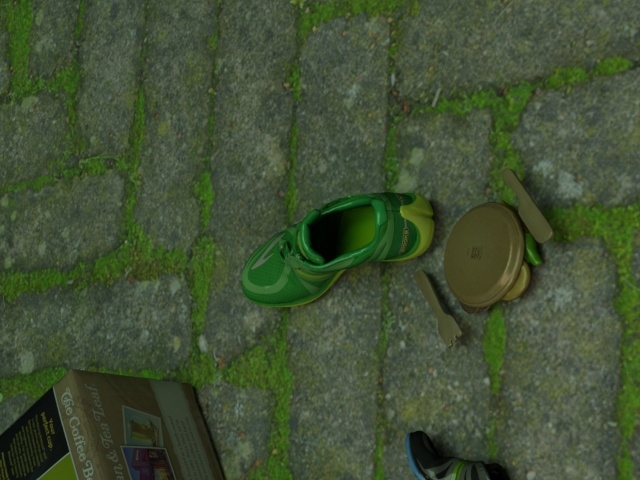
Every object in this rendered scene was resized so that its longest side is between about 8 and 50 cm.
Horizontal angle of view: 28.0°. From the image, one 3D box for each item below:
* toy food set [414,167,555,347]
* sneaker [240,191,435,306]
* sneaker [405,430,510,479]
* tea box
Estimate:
[{"bbox_3d":[0.193,0.021,1.473,0.192,0.039,0.132,-51,44,28],"label":"toy food set"},{"bbox_3d":[0.000,0.000,1.588,0.296,0.123,0.109,-25,64,37],"label":"sneaker"},{"bbox_3d":[0.165,0.271,1.423,0.078,0.067,0.188,-48,47,-4],"label":"sneaker"},{"bbox_3d":[-0.296,0.397,1.697,0.323,0.220,0.329,-41,56,29],"label":"tea box"}]
